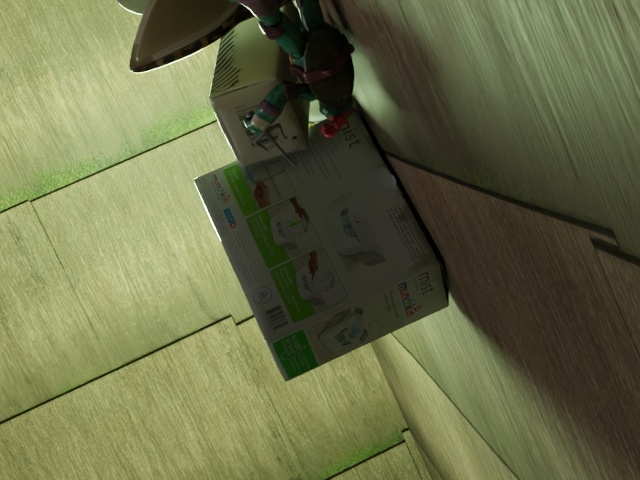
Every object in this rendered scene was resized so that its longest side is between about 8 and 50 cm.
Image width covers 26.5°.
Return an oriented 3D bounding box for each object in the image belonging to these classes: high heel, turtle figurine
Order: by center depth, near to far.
[{"bbox_3d":[-0.018,-0.208,1.543,0.175,0.118,0.234,-59,-40,-42],"label":"turtle figurine"},{"bbox_3d":[-0.117,-0.258,1.600,0.093,0.261,0.186,40,167,15],"label":"high heel"}]

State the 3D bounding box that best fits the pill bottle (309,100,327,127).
[{"bbox_3d":[0.012,-0.149,1.852,0.116,0.065,0.065,68,176,-45],"label":"pill bottle"}]

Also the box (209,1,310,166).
[{"bbox_3d":[-0.072,-0.218,1.760,0.275,0.094,0.113,-87,-22,-57],"label":"box"}]

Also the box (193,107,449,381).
[{"bbox_3d":[0.000,0.000,1.699,0.127,0.231,0.262,71,173,-59],"label":"box"}]

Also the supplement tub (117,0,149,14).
[{"bbox_3d":[-0.222,-0.470,1.674,0.241,0.241,0.331,75,170,-71],"label":"supplement tub"}]
